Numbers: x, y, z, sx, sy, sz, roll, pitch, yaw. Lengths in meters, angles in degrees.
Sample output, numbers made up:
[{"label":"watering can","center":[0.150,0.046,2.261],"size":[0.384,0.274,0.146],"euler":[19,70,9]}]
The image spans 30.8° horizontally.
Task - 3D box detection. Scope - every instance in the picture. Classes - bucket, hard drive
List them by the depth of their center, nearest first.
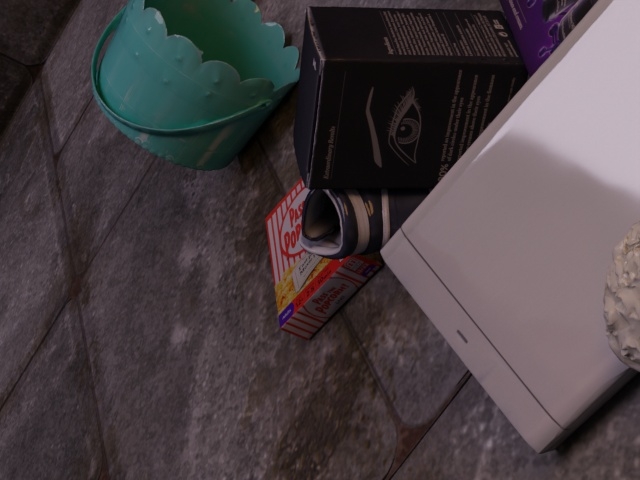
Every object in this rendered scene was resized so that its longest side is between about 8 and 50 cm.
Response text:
[{"label":"hard drive","center":[0.227,-0.028,0.941],"size":[0.353,0.047,0.233],"euler":[-50,62,25]},{"label":"bucket","center":[-0.183,-0.245,1.671],"size":[0.183,0.281,0.281],"euler":[-54,31,26]}]

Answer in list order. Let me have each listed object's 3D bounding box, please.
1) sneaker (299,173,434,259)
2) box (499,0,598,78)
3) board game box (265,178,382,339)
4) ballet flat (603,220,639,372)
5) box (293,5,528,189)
[{"label":"sneaker","center":[0.028,-0.067,1.269],"size":[0.282,0.153,0.099],"euler":[-130,34,-57]},{"label":"box","center":[0.269,-0.237,1.076],"size":[0.184,0.103,0.261],"euler":[-44,35,29]},{"label":"board game box","center":[0.000,0.000,1.396],"size":[0.147,0.045,0.193],"euler":[-47,34,30]},{"label":"ballet flat","center":[0.325,-0.031,0.743],"size":[0.409,0.147,0.147],"euler":[-37,40,35]},{"label":"box","center":[0.084,-0.140,1.150],"size":[0.108,0.207,0.153],"euler":[-102,17,-50]}]
